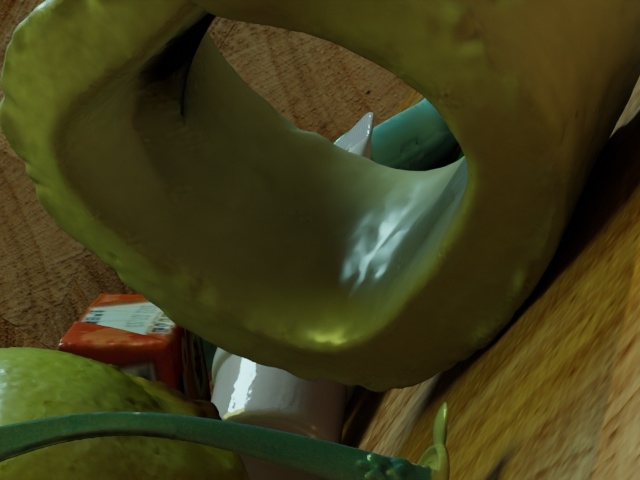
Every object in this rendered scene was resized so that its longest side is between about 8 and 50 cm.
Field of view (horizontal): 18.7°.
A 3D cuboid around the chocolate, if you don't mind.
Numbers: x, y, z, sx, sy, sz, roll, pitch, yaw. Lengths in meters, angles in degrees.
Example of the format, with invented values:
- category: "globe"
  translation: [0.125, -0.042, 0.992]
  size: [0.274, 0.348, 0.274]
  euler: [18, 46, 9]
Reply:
- category: "chocolate"
  translation: [-0.158, 0.177, 1.772]
  size: [0.235, 0.108, 0.237]
  euler: [-66, -31, -81]

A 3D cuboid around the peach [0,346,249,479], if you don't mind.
- category: "peach"
  translation: [-0.188, 0.216, 1.109]
  size: [0.315, 0.281, 0.314]
  euler: [-48, -2, 11]

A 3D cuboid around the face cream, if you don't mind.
- category: "face cream"
  translation: [-0.016, 0.043, 1.349]
  size: [0.154, 0.096, 0.274]
  euler: [-49, 23, 41]

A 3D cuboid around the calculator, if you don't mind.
- category: "calculator"
  translation: [0.000, 0.000, 1.889]
  size: [0.256, 0.054, 0.386]
  euler: [-32, -13, -45]

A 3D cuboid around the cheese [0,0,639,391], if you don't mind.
- category: "cheese"
  translation: [0.002, -0.079, 1.022]
  size: [0.332, 0.292, 0.153]
  euler: [-44, 11, 50]

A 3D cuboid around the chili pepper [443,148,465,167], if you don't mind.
- category: "chili pepper"
  translation: [0.083, -0.014, 1.287]
  size: [0.108, 0.062, 0.216]
  euler: [-51, -2, -35]

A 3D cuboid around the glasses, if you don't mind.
- category: "glasses"
  translation: [-0.061, 0.143, 0.801]
  size: [0.190, 0.220, 0.088]
  euler: [-52, 44, 48]
